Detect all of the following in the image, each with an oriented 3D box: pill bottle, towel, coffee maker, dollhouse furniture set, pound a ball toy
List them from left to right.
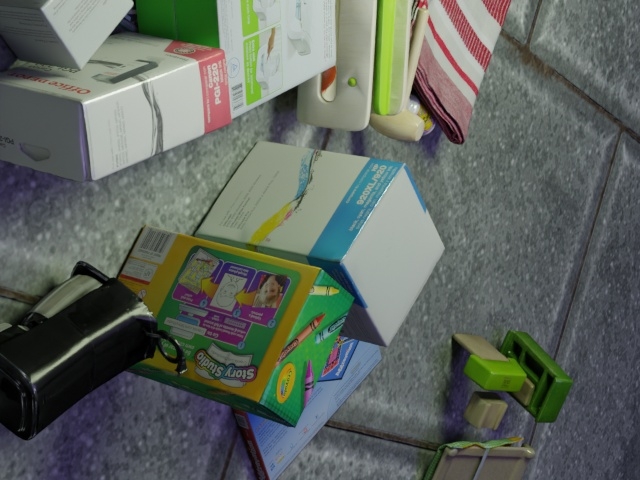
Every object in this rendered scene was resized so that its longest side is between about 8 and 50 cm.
[{"bbox_3d":[-0.269,0.122,1.537,0.178,0.171,0.120,-38,129,-40],"label":"coffee maker"},{"bbox_3d":[0.048,-0.275,1.878,0.208,0.136,0.319,-30,127,-59],"label":"pound a ball toy"},{"bbox_3d":[0.132,-0.186,2.082,0.083,0.043,0.043,32,75,-52],"label":"pill bottle"},{"bbox_3d":[0.210,-0.339,2.107,0.237,0.037,0.329,50,54,-49],"label":"towel"},{"bbox_3d":[0.254,0.311,2.396,0.198,0.151,0.301,8,114,-34],"label":"dollhouse furniture set"}]

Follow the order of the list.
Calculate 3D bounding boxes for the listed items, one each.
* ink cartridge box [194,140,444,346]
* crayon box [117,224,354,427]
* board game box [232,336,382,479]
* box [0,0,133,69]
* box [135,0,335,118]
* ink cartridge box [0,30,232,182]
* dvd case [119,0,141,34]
[{"bbox_3d":[0.000,0.000,1.807,0.168,0.233,0.171,-58,140,-27],"label":"ink cartridge box"},{"bbox_3d":[-0.119,0.093,1.638,0.081,0.278,0.165,43,67,-49],"label":"crayon box"},{"bbox_3d":[-0.013,0.200,2.030,0.281,0.027,0.145,-45,135,-36],"label":"board game box"},{"bbox_3d":[-0.270,-0.243,1.475,0.101,0.102,0.087,-57,138,-26],"label":"box"},{"bbox_3d":[-0.093,-0.300,1.654,0.231,0.127,0.262,-36,130,-47],"label":"box"},{"bbox_3d":[-0.224,-0.146,1.519,0.218,0.159,0.092,-31,126,-45],"label":"ink cartridge box"},{"bbox_3d":[-0.199,-0.294,1.628,0.087,0.013,0.119,33,75,-53],"label":"dvd case"}]
